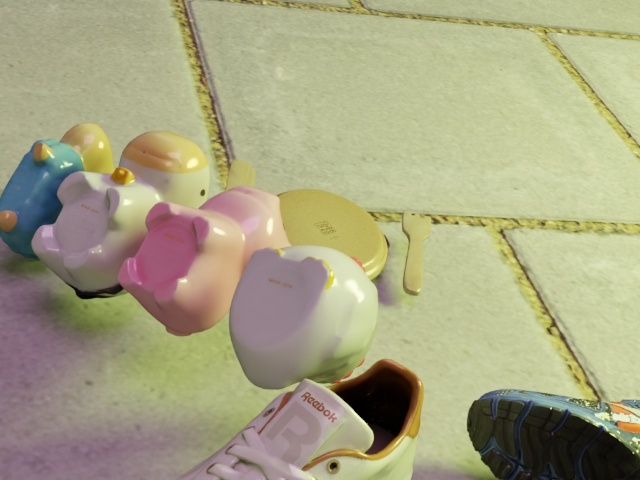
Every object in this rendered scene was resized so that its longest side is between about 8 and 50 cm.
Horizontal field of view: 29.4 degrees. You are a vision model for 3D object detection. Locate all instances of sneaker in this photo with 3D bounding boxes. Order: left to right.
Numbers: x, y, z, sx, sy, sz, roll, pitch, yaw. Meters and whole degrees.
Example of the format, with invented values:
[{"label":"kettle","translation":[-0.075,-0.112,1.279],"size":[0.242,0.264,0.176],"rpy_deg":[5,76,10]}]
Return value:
[{"label":"sneaker","translation":[-0.043,0.151,0.756],"size":[0.106,0.123,0.290],"rpy_deg":[35,39,27]},{"label":"sneaker","translation":[0.212,0.153,0.896],"size":[0.221,0.083,0.087],"rpy_deg":[16,19,-5]}]

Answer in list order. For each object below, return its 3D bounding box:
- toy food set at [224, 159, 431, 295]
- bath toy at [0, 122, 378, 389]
[{"label":"toy food set","translation":[0.000,0.000,1.091],"size":[0.192,0.039,0.132],"rpy_deg":[16,39,-4]},{"label":"bath toy","translation":[-0.088,0.011,0.920],"size":[0.348,0.151,0.129],"rpy_deg":[25,-11,37]}]
